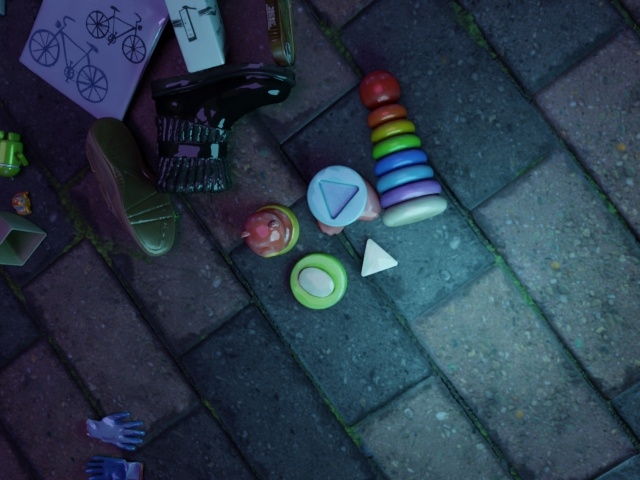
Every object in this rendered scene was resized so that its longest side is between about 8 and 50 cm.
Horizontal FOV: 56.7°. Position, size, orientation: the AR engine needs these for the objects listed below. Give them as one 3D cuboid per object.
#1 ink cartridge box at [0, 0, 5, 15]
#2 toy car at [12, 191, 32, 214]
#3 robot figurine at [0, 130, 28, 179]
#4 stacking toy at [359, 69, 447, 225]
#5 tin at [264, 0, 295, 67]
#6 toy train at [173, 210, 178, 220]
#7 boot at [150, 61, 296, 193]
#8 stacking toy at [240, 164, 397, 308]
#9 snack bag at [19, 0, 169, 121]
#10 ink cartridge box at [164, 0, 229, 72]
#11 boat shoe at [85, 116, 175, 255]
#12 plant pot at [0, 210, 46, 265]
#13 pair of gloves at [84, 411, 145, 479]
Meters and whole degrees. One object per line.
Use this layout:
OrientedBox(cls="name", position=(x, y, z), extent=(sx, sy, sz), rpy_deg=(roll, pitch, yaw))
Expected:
OrientedBox(cls="ink cartridge box", position=(-0.874, -0.627, 1.441), extent=(0.190, 0.082, 0.140), rpy_deg=(2, 93, 8))
OrientedBox(cls="toy car", position=(-0.777, -0.097, 1.468), extent=(0.122, 0.040, 0.060), rpy_deg=(9, 94, 9))
OrientedBox(cls="robot figurine", position=(-0.766, -0.208, 1.447), extent=(0.101, 0.067, 0.115), rpy_deg=(9, 95, -3))
OrientedBox(cls="stacking toy", position=(0.160, -0.203, 1.266), extent=(0.141, 0.141, 0.330), rpy_deg=(-16, 83, 10))
OrientedBox(cls="tin", position=(-0.088, -0.475, 1.298), extent=(0.040, 0.106, 0.190), rpy_deg=(-5, 91, 18))
OrientedBox(cls="toy train", position=(-0.370, -0.038, 1.412), extent=(0.023, 0.017, 0.083), rpy_deg=(44, 99, 16))
OrientedBox(cls="boot", position=(-0.212, -0.238, 1.317), extent=(0.348, 0.131, 0.260), rpy_deg=(-6, 89, 15))
OrientedBox(cls="stacking toy", position=(0.000, 0.000, 1.291), extent=(0.309, 0.130, 0.279), rpy_deg=(-30, 87, 10))
OrientedBox(cls="snack bag", position=(-0.527, -0.481, 1.378), extent=(0.323, 0.037, 0.342), rpy_deg=(36, 111, 8))
OrientedBox(cls="ink cartridge box", position=(-0.264, -0.482, 1.257), extent=(0.085, 0.148, 0.203), rpy_deg=(-12, 123, 5))
OrientedBox(cls="boat shoe", position=(-0.446, -0.115, 1.384), extent=(0.110, 0.121, 0.341), rpy_deg=(-28, 84, 47))
OrientedBox(cls="plant pot", position=(-0.762, -0.013, 1.443), extent=(0.096, 0.109, 0.109), rpy_deg=(44, 99, 19))
OrientedBox(cls="pair of gloves", position=(-0.507, 0.520, 1.460), extent=(0.159, 0.023, 0.198), rpy_deg=(-1, 92, 12))
